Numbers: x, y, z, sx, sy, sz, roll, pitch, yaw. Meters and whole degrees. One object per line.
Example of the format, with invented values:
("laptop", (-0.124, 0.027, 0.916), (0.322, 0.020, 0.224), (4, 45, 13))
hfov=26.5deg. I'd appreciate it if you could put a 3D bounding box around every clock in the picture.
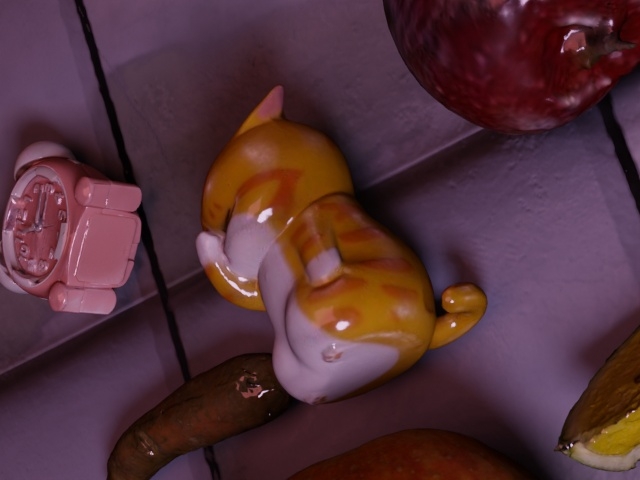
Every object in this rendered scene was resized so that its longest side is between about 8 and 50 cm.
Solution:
("clock", (-0.265, -0.011, 1.409), (0.162, 0.092, 0.166), (22, 101, 42))

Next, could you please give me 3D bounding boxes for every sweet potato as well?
("sweet potato", (-0.127, 0.177, 1.316), (0.273, 0.075, 0.075), (-32, 71, 31))

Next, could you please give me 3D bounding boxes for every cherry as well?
("cherry", (0.156, -0.213, 1.061), (0.230, 0.203, 0.300), (-55, 37, 29))

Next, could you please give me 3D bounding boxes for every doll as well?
("doll", (-0.007, 0.014, 1.188), (0.269, 0.162, 0.167), (51, 146, 18))

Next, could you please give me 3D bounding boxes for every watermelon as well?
("watermelon", (0.301, 0.066, 0.991), (0.301, 0.129, 0.123), (-41, 69, 20))

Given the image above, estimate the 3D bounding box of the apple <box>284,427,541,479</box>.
("apple", (0.061, 0.279, 1.070), (0.309, 0.277, 0.250), (-5, 72, 9))
